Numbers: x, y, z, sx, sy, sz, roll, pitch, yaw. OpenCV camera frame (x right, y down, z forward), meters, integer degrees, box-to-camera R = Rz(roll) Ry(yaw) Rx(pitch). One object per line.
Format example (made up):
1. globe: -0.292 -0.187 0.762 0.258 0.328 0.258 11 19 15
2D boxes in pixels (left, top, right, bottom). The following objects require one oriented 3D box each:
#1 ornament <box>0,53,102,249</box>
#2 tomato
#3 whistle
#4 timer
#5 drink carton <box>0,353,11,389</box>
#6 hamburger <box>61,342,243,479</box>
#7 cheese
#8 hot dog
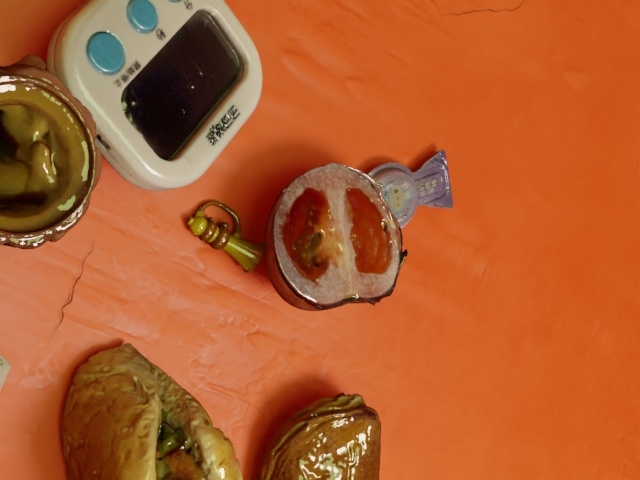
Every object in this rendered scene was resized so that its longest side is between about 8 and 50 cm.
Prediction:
1. ornament: -0.349 -0.082 1.031 0.235 0.218 0.221 -39 116 -26
2. tomato: 0.000 0.000 1.346 0.228 0.112 0.199 2 80 -40
3. whistle: -0.123 -0.010 1.303 0.109 0.046 0.057 38 89 -26
4. timer: -0.196 -0.201 1.181 0.237 0.087 0.262 54 52 -28
5. drink carton: -0.461 0.104 0.944 0.194 0.132 0.324 -81 152 -45
6. hamburger: -0.193 0.300 1.194 0.162 0.209 0.329 -17 103 -32
7. cheese: 0.122 -0.070 1.462 0.191 0.042 0.105 -22 109 -33
8. hot dog: 0.008 0.348 1.390 0.196 0.122 0.272 0 92 -36
